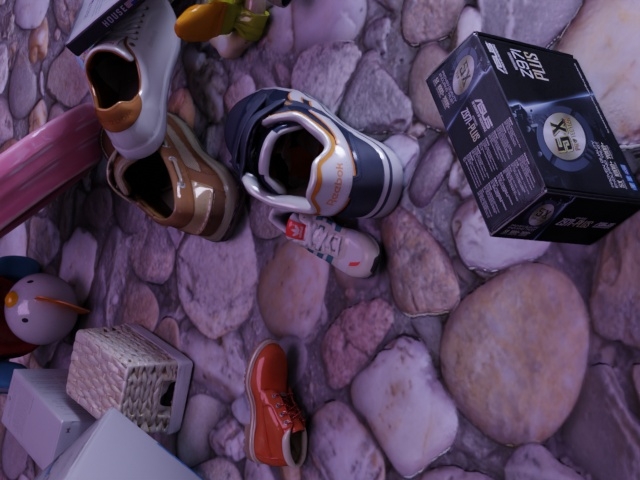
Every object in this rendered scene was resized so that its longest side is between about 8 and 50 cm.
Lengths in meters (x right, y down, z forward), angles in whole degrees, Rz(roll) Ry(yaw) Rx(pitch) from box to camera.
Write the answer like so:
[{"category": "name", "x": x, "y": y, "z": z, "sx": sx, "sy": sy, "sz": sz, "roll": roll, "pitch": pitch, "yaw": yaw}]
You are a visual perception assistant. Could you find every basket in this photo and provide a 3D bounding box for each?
[{"category": "basket", "x": -0.271, "y": 0.193, "z": 1.715, "sx": 0.167, "sy": 0.103, "sz": 0.113, "roll": 24, "pitch": 106, "yaw": 48}]

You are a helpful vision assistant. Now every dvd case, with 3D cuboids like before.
[{"category": "dvd case", "x": -0.229, "y": -0.355, "z": 1.604, "sx": 0.239, "sy": 0.029, "sz": 0.179, "roll": -35, "pitch": 27, "yaw": 23}]

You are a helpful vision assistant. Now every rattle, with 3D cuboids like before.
[{"category": "rattle", "x": -0.161, "y": -0.340, "z": 1.615, "sx": 0.130, "sy": 0.143, "sz": 0.199, "roll": -50, "pitch": 55, "yaw": 59}]

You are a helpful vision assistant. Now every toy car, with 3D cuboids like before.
[{"category": "toy car", "x": -0.471, "y": 0.105, "z": 1.907, "sx": 0.238, "sy": 0.210, "sz": 0.219, "roll": -14, "pitch": 64, "yaw": 36}]

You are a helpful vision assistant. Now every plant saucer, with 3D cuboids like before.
[{"category": "plant saucer", "x": -0.452, "y": -0.080, "z": 1.838, "sx": 0.332, "sy": 0.332, "sz": 0.084, "roll": -31, "pitch": 97, "yaw": 44}]

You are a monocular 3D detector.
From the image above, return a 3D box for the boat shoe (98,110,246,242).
[{"category": "boat shoe", "x": -0.229, "y": -0.103, "z": 1.680, "sx": 0.324, "sy": 0.120, "sz": 0.122, "roll": 34, "pitch": 112, "yaw": 46}]

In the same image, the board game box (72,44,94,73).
[{"category": "board game box", "x": -0.338, "y": -0.336, "z": 1.906, "sx": 0.103, "sy": 0.026, "sz": 0.154, "roll": 53, "pitch": 125, "yaw": 39}]

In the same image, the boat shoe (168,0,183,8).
[{"category": "boat shoe", "x": -0.221, "y": -0.350, "z": 1.759, "sx": 0.133, "sy": 0.042, "sz": 0.049, "roll": -31, "pitch": 84, "yaw": 44}]

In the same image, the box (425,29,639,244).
[{"category": "box", "x": 0.200, "y": -0.094, "z": 1.147, "sx": 0.077, "sy": 0.147, "sz": 0.180, "roll": -43, "pitch": 55, "yaw": 40}]

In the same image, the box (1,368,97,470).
[{"category": "box", "x": -0.371, "y": 0.265, "z": 1.806, "sx": 0.170, "sy": 0.130, "sz": 0.091, "roll": 33, "pitch": 111, "yaw": 47}]

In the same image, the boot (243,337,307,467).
[{"category": "boot", "x": -0.048, "y": 0.199, "z": 1.490, "sx": 0.084, "sy": 0.059, "sz": 0.158, "roll": 7, "pitch": 100, "yaw": 47}]

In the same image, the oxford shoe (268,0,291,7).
[{"category": "oxford shoe", "x": 0.014, "y": -0.433, "z": 1.457, "sx": 0.130, "sy": 0.123, "sz": 0.348, "roll": 46, "pitch": 122, "yaw": 10}]

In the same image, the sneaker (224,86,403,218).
[{"category": "sneaker", "x": -0.046, "y": -0.114, "z": 1.463, "sx": 0.321, "sy": 0.127, "sz": 0.126, "roll": 26, "pitch": 108, "yaw": 50}]

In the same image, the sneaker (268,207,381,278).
[{"category": "sneaker", "x": 0.000, "y": 0.000, "z": 1.432, "sx": 0.161, "sy": 0.075, "sz": 0.057, "roll": 35, "pitch": 113, "yaw": 46}]

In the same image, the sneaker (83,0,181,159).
[{"category": "sneaker", "x": -0.254, "y": -0.259, "z": 1.638, "sx": 0.106, "sy": 0.123, "sz": 0.290, "roll": -15, "pitch": 57, "yaw": 13}]

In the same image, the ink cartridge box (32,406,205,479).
[{"category": "ink cartridge box", "x": -0.303, "y": 0.377, "z": 1.620, "sx": 0.233, "sy": 0.171, "sz": 0.168, "roll": -44, "pitch": 12, "yaw": 33}]
